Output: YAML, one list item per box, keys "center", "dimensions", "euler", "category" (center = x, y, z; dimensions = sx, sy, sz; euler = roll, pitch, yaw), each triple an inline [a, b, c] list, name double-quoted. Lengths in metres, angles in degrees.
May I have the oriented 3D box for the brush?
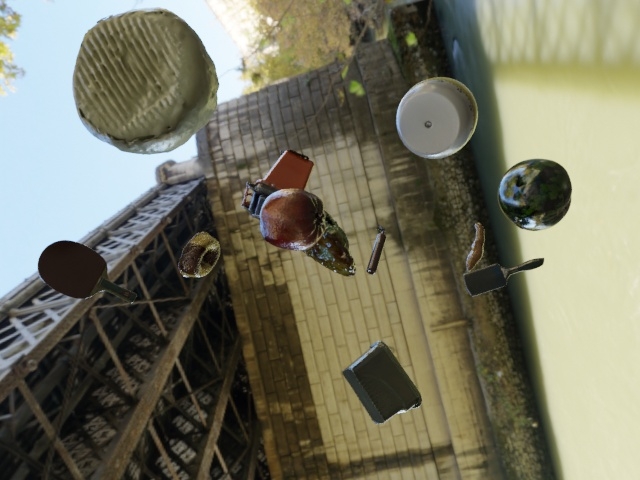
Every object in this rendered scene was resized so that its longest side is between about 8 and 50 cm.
- center: [0.447, 0.081, 1.078]
  dimensions: [0.016, 0.193, 0.063]
  euler: [42, -149, -58]
  category: "brush"

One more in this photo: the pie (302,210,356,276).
- center: [0.000, 0.000, 1.600]
  dimensions: [0.354, 0.103, 0.288]
  euler: [33, 158, 33]
  category: "pie"

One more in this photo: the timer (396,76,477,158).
- center: [0.414, -0.432, 1.522]
  dimensions: [0.285, 0.285, 0.285]
  euler: [-14, -90, -84]
  category: "timer"

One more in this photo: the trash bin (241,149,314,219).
- center: [-0.129, -0.173, 1.436]
  dimensions: [0.161, 0.184, 0.239]
  euler: [118, 174, -50]
  category: "trash bin"

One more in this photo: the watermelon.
- center: [0.771, -0.168, 1.600]
  dimensions: [0.269, 0.268, 0.269]
  euler: [-14, -90, -84]
  category: "watermelon"

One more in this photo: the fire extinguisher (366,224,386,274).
- center: [0.169, 0.031, 1.310]
  dimensions: [0.049, 0.035, 0.173]
  euler: [62, -142, -41]
  category: "fire extinguisher"

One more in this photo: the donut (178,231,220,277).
- center: [-0.450, 0.061, 1.674]
  dimensions: [0.184, 0.073, 0.166]
  euler: [-53, -28, -40]
  category: "donut"

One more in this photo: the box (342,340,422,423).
- center: [0.223, 0.534, 1.638]
  dimensions: [0.274, 0.178, 0.138]
  euler: [56, 152, 13]
  category: "box"

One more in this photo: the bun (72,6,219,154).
- center: [-0.434, -0.386, 1.128]
  dimensions: [0.211, 0.359, 0.360]
  euler: [-85, -19, -82]
  category: "bun"

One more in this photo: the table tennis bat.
- center: [-0.646, 0.103, 1.246]
  dimensions: [0.274, 0.021, 0.154]
  euler: [37, -133, -30]
  category: "table tennis bat"

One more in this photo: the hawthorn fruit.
- center: [-0.087, -0.052, 1.108]
  dimensions: [0.157, 0.193, 0.157]
  euler: [3, -90, -72]
  category: "hawthorn fruit"

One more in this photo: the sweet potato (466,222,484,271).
- center: [0.446, 0.019, 1.266]
  dimensions: [0.179, 0.044, 0.044]
  euler: [-62, -31, -33]
  category: "sweet potato"
